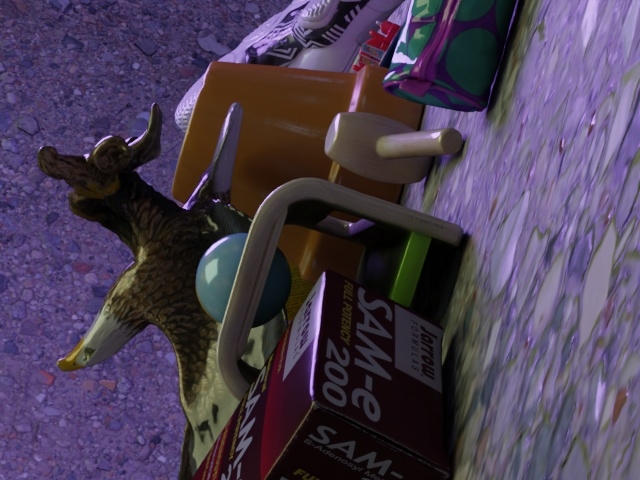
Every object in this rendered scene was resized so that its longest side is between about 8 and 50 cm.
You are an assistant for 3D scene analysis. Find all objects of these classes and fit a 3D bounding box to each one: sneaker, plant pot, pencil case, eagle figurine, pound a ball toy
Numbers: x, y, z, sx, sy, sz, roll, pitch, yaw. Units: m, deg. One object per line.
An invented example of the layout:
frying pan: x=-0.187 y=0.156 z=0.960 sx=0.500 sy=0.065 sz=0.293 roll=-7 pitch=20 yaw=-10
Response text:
sneaker: x=0.021 y=-0.186 z=1.774 sx=0.366 sy=0.210 sz=0.137 roll=-35 pitch=19 yaw=20
plant pot: x=-0.026 y=-0.072 z=1.329 sx=0.205 sy=0.188 sz=0.205 roll=-164 pitch=90 yaw=-87
pencil case: x=0.084 y=-0.150 z=0.854 sx=0.070 sy=0.064 sz=0.151 roll=14 pitch=-87 yaw=-73
eagle figurine: x=-0.102 y=0.059 z=1.175 sx=0.225 sy=0.298 sz=0.226 roll=-42 pitch=-7 yaw=34
pound a ball toy: x=0.000 y=0.000 z=0.933 sx=0.319 sy=0.136 sz=0.208 roll=160 pitch=126 yaw=-86

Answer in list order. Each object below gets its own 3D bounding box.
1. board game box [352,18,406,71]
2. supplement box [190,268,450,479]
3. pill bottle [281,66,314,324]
board game box: x=0.064 y=-0.200 z=1.563 sx=0.133 sy=0.033 sz=0.168 roll=-57 pitch=-6 yaw=-29
supplement box: x=-0.028 y=0.146 z=0.723 sx=0.239 sy=0.073 sz=0.130 roll=-57 pitch=11 yaw=23
pill bottle: x=-0.054 y=-0.021 z=1.613 sx=0.334 sy=0.188 sz=0.188 roll=110 pitch=176 yaw=-58
